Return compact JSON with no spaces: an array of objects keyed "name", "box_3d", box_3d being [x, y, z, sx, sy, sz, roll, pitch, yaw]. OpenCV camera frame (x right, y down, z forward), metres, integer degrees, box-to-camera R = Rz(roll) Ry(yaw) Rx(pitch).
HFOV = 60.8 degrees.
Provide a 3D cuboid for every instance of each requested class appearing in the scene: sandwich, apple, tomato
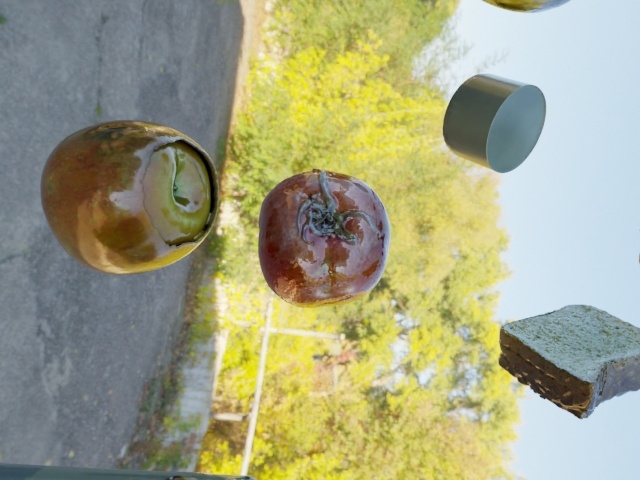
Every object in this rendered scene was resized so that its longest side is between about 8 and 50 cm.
[{"name":"sandwich","box_3d":[0.396,0.171,0.824,0.186,0.215,0.065,-142,-131,-57]},{"name":"apple","box_3d":[-0.256,-0.066,0.764,0.237,0.208,0.236,-14,90,-83]},{"name":"tomato","box_3d":[0.004,0.000,0.889,0.188,0.232,0.232,123,-23,-66]}]

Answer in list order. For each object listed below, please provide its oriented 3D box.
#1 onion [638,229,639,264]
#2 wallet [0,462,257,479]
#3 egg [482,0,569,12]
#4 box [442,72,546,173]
[{"name":"onion","box_3d":[0.981,-0.003,1.440,0.272,0.195,0.272,-62,178,-4]},{"name":"wallet","box_3d":[-0.230,0.319,0.561,0.083,0.361,0.252,-79,168,-58]},{"name":"egg","box_3d":[0.389,-0.548,1.017,0.238,0.290,0.238,-9,90,-75]},{"name":"box","box_3d":[0.446,-0.304,1.403,0.149,0.226,0.226,37,-49,45]}]
